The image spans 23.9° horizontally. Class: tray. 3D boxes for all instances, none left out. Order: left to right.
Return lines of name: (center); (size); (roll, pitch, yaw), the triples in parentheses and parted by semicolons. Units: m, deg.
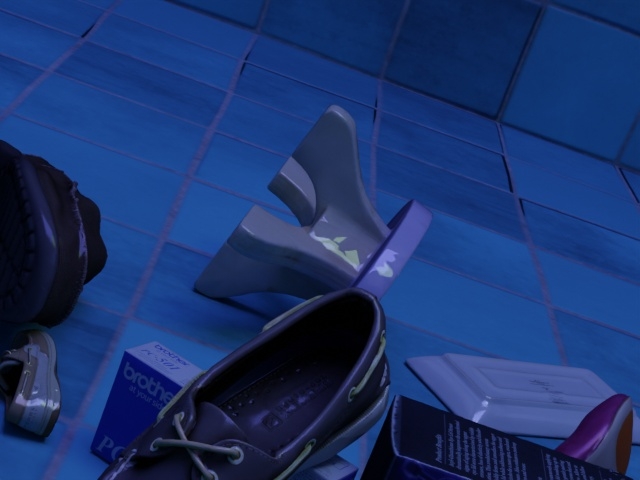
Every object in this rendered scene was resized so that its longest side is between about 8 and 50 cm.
tray: (0.236, 0.167, 1.652); (0.270, 0.030, 0.145); (9, 23, -32)

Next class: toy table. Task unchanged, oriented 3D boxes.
toy table: (0.000, 0.000, 1.588); (0.161, 0.252, 0.274); (38, 10, -2)

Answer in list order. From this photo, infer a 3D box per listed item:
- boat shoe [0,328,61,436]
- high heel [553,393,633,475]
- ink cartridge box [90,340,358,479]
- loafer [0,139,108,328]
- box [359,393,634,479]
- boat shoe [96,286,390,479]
boat shoe: (-0.246, 0.111, 1.255); (0.045, 0.050, 0.135); (18, 18, -25)
high heel: (0.197, 0.207, 1.334); (0.117, 0.082, 0.244); (6, 37, 28)
ink cartridge box: (-0.079, 0.172, 1.189); (0.207, 0.097, 0.046); (30, 20, 24)
loafer: (-0.256, -0.012, 1.437); (0.130, 0.133, 0.366); (19, 12, -21)
box: (0.123, 0.233, 1.149); (0.207, 0.153, 0.108); (19, 19, -3)
boat shoe: (-0.068, 0.147, 1.070); (0.117, 0.096, 0.324); (35, 53, 27)
